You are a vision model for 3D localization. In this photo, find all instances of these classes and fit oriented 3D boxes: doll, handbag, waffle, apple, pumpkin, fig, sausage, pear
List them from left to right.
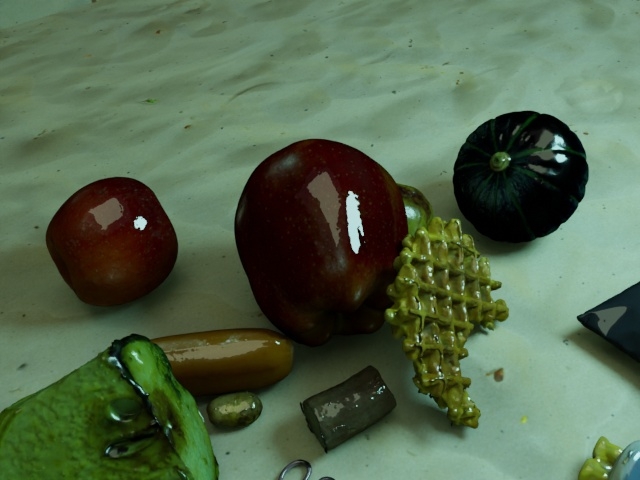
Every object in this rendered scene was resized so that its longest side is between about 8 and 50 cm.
[{"bbox_3d":[-0.290,0.282,0.835,0.256,0.238,0.164,-33,5,0],"label":"pear"},{"bbox_3d":[-0.360,0.002,1.113,0.201,0.218,0.218,-28,47,-27],"label":"apple"},{"bbox_3d":[-0.176,0.188,0.970,0.275,0.105,0.105,-6,42,-3],"label":"sausage"},{"bbox_3d":[0.000,0.000,1.032,0.289,0.288,0.316,-10,61,-7],"label":"apple"},{"bbox_3d":[0.136,-0.046,1.191,0.153,0.120,0.135,-6,37,-1],"label":"fig"},{"bbox_3d":[0.184,0.104,0.948,0.069,0.259,0.293,-19,25,38],"label":"waffle"},{"bbox_3d":[0.383,-0.109,1.195,0.248,0.247,0.248,-3,42,2],"label":"pumpkin"},{"bbox_3d":[0.567,0.130,0.985,0.254,0.088,0.211,-22,42,-24],"label":"handbag"},{"bbox_3d":[0.443,0.326,0.768,0.241,0.098,0.135,29,29,31],"label":"doll"}]

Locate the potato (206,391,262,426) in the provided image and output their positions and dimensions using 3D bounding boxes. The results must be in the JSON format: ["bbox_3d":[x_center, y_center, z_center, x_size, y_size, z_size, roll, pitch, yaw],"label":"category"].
[{"bbox_3d":[-0.127,0.251,0.941,0.084,0.040,0.051,-5,42,-2],"label":"potato"}]

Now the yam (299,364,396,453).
[{"bbox_3d":[0.041,0.239,0.914,0.127,0.084,0.084,-26,46,-18],"label":"yam"}]

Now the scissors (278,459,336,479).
[{"bbox_3d":[-0.052,0.363,0.823,0.086,0.022,0.176,25,47,27],"label":"scissors"}]
